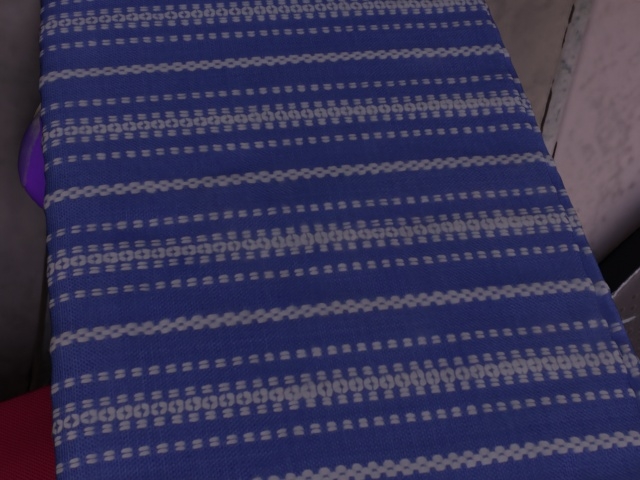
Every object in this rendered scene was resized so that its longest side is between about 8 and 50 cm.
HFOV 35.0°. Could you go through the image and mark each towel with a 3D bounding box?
[{"bbox_3d":[0.000,0.000,0.463,0.243,0.336,0.040,-5,146,-11],"label":"towel"}]

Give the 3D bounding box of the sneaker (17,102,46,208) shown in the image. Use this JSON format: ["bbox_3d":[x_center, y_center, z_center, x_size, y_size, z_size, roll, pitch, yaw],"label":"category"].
[{"bbox_3d":[-0.007,-0.018,0.542,0.293,0.146,0.102,9,109,-23],"label":"sneaker"}]

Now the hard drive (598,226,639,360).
[{"bbox_3d":[0.227,0.092,0.722,0.254,0.054,0.172,-47,118,3],"label":"hard drive"}]

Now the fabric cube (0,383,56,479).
[{"bbox_3d":[-0.079,0.233,0.514,0.258,0.254,0.259,-20,131,-2],"label":"fabric cube"}]
